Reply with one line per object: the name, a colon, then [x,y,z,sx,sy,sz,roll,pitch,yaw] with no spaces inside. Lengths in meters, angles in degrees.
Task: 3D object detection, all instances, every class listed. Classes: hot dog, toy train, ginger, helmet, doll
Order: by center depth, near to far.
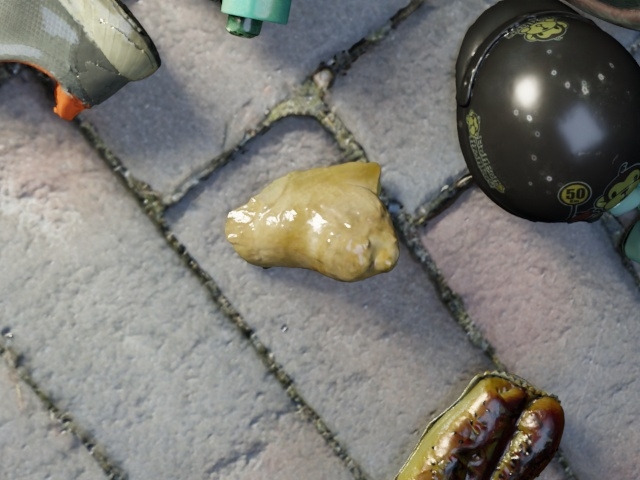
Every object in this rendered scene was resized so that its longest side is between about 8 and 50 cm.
toy train: [-0.052,-0.326,1.243,0.101,0.159,0.248,7,102,-18]
ginger: [-0.004,0.000,1.374,0.193,0.123,0.115,-14,129,-11]
helmet: [0.284,-0.148,1.408,0.230,0.160,0.279,-23,105,-10]
hot dog: [0.193,0.281,1.539,0.162,0.082,0.270,42,88,-23]
doll: [0.436,-0.049,1.555,0.158,0.059,0.159,-47,113,-3]

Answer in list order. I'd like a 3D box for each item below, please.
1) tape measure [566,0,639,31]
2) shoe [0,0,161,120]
tape measure: [0.334,-0.338,1.324,0.275,0.256,0.147,32,85,12]
shoe: [-0.321,-0.243,1.188,0.171,0.132,0.336,-42,118,4]
